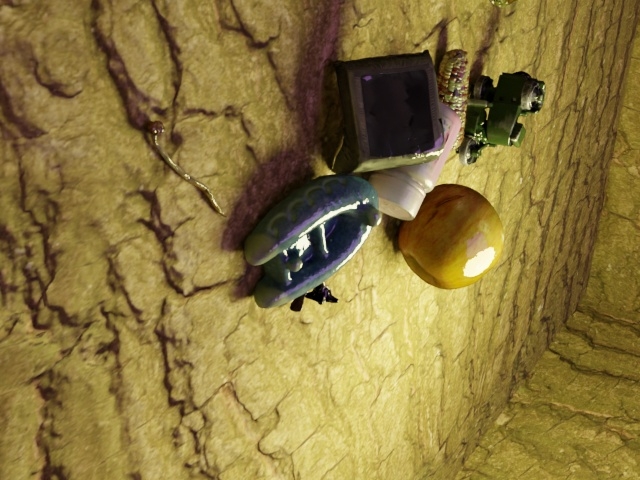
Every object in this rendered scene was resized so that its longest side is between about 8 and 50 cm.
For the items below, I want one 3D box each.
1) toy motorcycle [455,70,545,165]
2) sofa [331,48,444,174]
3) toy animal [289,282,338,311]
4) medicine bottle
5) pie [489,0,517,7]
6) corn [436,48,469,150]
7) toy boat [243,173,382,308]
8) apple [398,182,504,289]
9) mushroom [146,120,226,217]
[{"bbox_3d":[0.465,-0.316,2.272,0.127,0.205,0.275,12,91,-63],"label":"toy motorcycle"},{"bbox_3d":[0.126,-0.254,1.756,0.210,0.176,0.225,-11,94,-15],"label":"sofa"},{"bbox_3d":[0.002,0.058,1.844,0.105,0.070,0.202,15,97,-46],"label":"toy animal"},{"bbox_3d":[0.200,-0.184,1.947,0.254,0.152,0.152,-64,151,-11],"label":"medicine bottle"},{"bbox_3d":[0.481,-0.719,2.172,0.277,0.078,0.277,-40,140,-46],"label":"pie"},{"bbox_3d":[0.314,-0.341,2.118,0.086,0.086,0.253,-31,131,-49],"label":"corn"},{"bbox_3d":[0.000,0.000,1.704,0.330,0.123,0.215,-36,136,-31],"label":"toy boat"},{"bbox_3d":[0.314,0.000,2.164,0.264,0.264,0.264,-38,138,-44],"label":"apple"},{"bbox_3d":[-0.214,-0.106,1.418,0.286,0.028,0.026,60,13,-56],"label":"mushroom"}]
